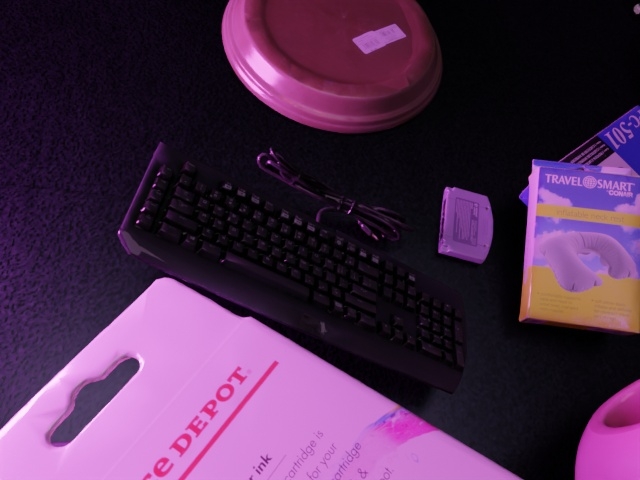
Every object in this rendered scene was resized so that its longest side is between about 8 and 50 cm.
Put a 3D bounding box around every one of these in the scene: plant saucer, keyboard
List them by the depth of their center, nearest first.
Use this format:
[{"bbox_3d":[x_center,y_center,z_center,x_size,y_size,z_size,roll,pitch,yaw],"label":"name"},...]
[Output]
[{"bbox_3d":[0.000,0.000,0.527,0.317,0.033,0.201,27,39,-20],"label":"keyboard"},{"bbox_3d":[0.022,-0.250,0.722,0.278,0.041,0.277,6,60,-11],"label":"plant saucer"}]

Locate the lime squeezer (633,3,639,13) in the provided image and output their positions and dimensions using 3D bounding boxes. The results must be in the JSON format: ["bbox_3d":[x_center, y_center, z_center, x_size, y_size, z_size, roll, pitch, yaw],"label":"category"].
[{"bbox_3d":[0.626,-0.378,0.904,0.311,0.110,0.058,-21,84,10],"label":"lime squeezer"}]

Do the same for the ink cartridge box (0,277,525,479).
[{"bbox_3d":[-0.020,0.192,0.355,0.354,0.119,0.207,28,57,22],"label":"ink cartridge box"}]

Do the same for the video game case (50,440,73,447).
[{"bbox_3d":[-0.130,0.265,0.408,0.275,0.035,0.248,1,62,-13],"label":"video game case"}]

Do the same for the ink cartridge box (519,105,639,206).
[{"bbox_3d":[0.337,-0.073,0.696,0.207,0.046,0.097,-33,74,-26],"label":"ink cartridge box"}]

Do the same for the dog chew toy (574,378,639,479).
[{"bbox_3d":[0.346,0.258,0.439,0.207,0.206,0.331,-28,80,-25],"label":"dog chew toy"}]

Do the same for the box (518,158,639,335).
[{"bbox_3d":[0.265,0.000,0.602,0.109,0.042,0.178,7,77,7],"label":"box"}]

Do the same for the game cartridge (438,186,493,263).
[{"bbox_3d":[0.157,-0.016,0.640,0.056,0.017,0.083,14,60,-2],"label":"game cartridge"}]
